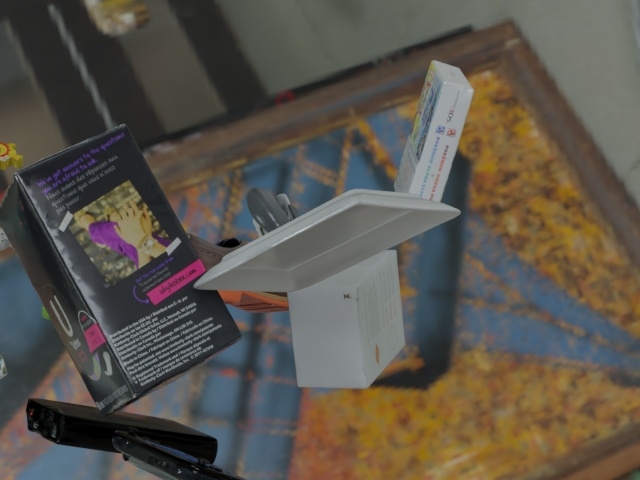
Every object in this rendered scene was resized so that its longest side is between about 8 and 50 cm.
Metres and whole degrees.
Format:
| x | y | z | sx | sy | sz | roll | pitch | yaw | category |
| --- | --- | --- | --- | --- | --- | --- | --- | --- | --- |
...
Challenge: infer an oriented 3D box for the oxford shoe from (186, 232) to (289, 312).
| x | y | z | sx | sy | sz | roll | pitch | yaw | category |
| --- | --- | --- | --- | --- | --- | --- | --- | --- | --- |
| -0.093 | 0.046 | 2.013 | 0.097 | 0.271 | 0.098 | -8 | 78 | 38 | oxford shoe |

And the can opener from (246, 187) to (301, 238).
| x | y | z | sx | sy | sz | roll | pitch | yaw | category |
| --- | --- | --- | --- | --- | --- | --- | --- | --- | --- |
| -0.049 | 0.041 | 2.226 | 0.076 | 0.095 | 0.283 | -40 | 53 | 23 | can opener |

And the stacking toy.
| x | y | z | sx | sy | sz | roll | pitch | yaw | category |
| --- | --- | --- | --- | --- | --- | --- | --- | --- | --- |
| -0.418 | -0.013 | 2.063 | 0.221 | 0.052 | 0.167 | 50 | 145 | 39 | stacking toy |

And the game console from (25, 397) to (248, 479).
| x | y | z | sx | sy | sz | roll | pitch | yaw | category |
| --- | --- | --- | --- | --- | --- | --- | --- | --- | --- |
| -0.186 | 0.244 | 1.712 | 0.361 | 0.213 | 0.044 | 10 | 87 | 56 | game console |

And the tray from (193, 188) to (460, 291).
| x | y | z | sx | sy | sz | roll | pitch | yaw | category |
| --- | --- | --- | --- | --- | --- | --- | --- | --- | --- |
| 0.000 | 0.000 | 1.495 | 0.270 | 0.145 | 0.030 | -27 | 68 | 45 | tray |

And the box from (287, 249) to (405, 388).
| x | y | z | sx | sy | sz | roll | pitch | yaw | category |
| --- | --- | --- | --- | --- | --- | --- | --- | --- | --- |
| 0.034 | 0.093 | 1.790 | 0.091 | 0.170 | 0.130 | -1 | 103 | 20 | box |

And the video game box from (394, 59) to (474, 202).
| x | y | z | sx | sy | sz | roll | pitch | yaw | category |
| --- | --- | --- | --- | --- | --- | --- | --- | --- | --- |
| 0.145 | -0.130 | 1.917 | 0.205 | 0.048 | 0.187 | -90 | 13 | -75 | video game box |

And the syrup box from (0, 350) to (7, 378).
| x | y | z | sx | sy | sz | roll | pitch | yaw | category |
| --- | --- | --- | --- | --- | --- | --- | --- | --- | --- |
| -0.348 | 0.082 | 1.019 | 0.096 | 0.237 | 0.093 | -32 | 73 | 39 | syrup box |

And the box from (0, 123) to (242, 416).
| x | y | z | sx | sy | sz | roll | pitch | yaw | category |
| --- | --- | --- | --- | --- | --- | --- | --- | --- | --- |
| -0.227 | 0.036 | 1.615 | 0.270 | 0.143 | 0.165 | 61 | 155 | 4 | box |
